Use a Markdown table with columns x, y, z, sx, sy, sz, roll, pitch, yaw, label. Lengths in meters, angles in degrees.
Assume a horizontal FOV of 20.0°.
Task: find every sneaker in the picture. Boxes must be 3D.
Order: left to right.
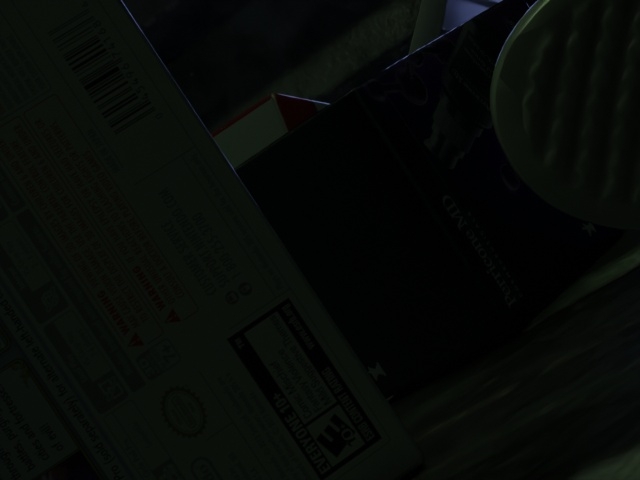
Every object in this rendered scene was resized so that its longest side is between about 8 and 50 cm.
| x | y | z | sx | sy | sz | roll | pitch | yaw | label |
| --- | --- | --- | --- | --- | --- | --- | --- | --- | --- |
| 0.214 | -0.097 | 0.698 | 0.321 | 0.126 | 0.127 | -23 | 6 | 1 | sneaker |

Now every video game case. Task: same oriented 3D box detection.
| x | y | z | sx | sy | sz | roll | pitch | yaw | label |
| --- | --- | --- | --- | --- | --- | --- | --- | --- | --- |
| -0.135 | 0.045 | 0.710 | 0.244 | 0.269 | 0.061 | -33 | 0 | -15 | video game case |

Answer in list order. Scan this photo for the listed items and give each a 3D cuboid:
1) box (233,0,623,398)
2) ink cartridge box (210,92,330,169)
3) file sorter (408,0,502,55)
| x | y | z | sx | sy | sz | roll | pitch | yaw | label |
| --- | --- | --- | --- | --- | --- | --- | --- | --- | --- |
| 0.072 | -0.027 | 1.016 | 0.108 | 0.153 | 0.207 | -32 | 3 | 38 | box |
| 0.000 | 0.000 | 1.132 | 0.128 | 0.127 | 0.176 | -32 | -21 | 32 | ink cartridge box |
| 0.188 | -0.203 | 1.315 | 0.193 | 0.173 | 0.277 | -37 | -38 | -67 | file sorter |
